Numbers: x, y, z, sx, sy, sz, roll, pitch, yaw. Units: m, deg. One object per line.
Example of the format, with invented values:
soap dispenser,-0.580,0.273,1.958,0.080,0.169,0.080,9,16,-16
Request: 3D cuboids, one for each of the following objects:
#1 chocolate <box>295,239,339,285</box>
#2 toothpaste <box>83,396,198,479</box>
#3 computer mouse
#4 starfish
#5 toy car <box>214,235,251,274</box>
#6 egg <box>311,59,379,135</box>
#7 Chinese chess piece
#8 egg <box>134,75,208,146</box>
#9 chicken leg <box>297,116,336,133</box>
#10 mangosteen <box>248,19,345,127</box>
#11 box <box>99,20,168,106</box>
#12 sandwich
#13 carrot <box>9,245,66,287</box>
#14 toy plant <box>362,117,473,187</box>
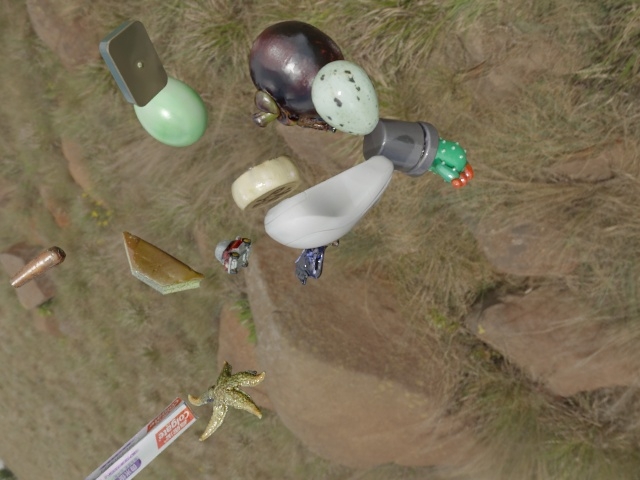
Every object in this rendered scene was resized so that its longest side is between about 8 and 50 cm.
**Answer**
chocolate,0.000,0.004,1.849,0.148,0.126,0.344,25,93,31
toothpaste,-0.269,0.309,0.745,0.047,0.196,0.040,-5,120,58
computer mouse,0.030,-0.067,1.052,0.121,0.296,0.184,63,153,0
starfish,-0.202,0.333,1.077,0.208,0.176,0.053,-5,144,42
toy car,-0.310,0.045,1.776,0.112,0.139,0.112,21,121,14
egg,0.057,-0.292,1.070,0.164,0.131,0.131,43,146,-25
Chinese chess piece,-0.190,-0.200,1.831,0.257,0.257,0.104,-33,83,52
egg,-0.522,-0.452,1.809,0.269,0.220,0.220,38,143,-12
chicken leg,-0.028,-0.456,1.963,0.105,0.233,0.063,168,105,-64
mangosteen,-0.075,-0.489,1.520,0.297,0.293,0.297,31,152,18
box,-0.319,-0.302,0.885,0.031,0.091,0.126,15,146,26
sandwich,-0.459,0.081,1.450,0.258,0.096,0.094,32,152,-6
carrot,-0.800,0.074,1.465,0.055,0.161,0.055,56,177,5
toy plant,0.342,-0.299,1.728,0.279,0.400,0.186,-145,65,-64
